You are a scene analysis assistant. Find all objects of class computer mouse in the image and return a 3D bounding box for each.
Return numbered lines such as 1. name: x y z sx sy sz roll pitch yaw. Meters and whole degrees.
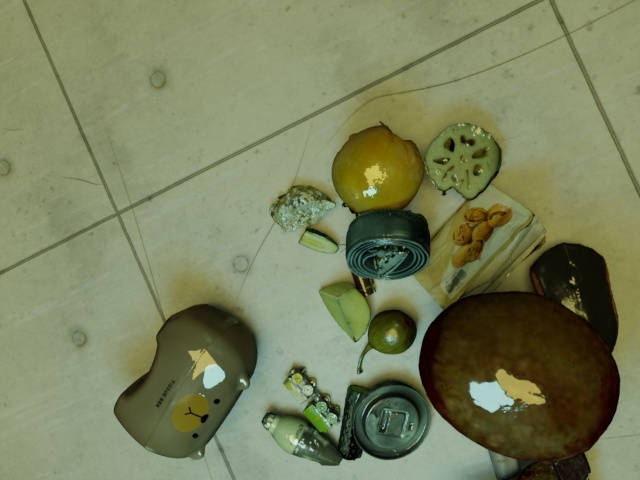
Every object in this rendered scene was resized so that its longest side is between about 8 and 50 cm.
1. computer mouse: 0.631 0.164 1.283 0.183 0.116 0.323 -11 89 7

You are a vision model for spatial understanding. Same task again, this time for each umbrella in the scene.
1. umbrella: 0.457 0.487 1.368 0.073 0.067 0.337 -18 90 -19

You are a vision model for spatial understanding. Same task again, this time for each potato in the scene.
1. potato: 0.074 0.186 1.430 0.081 0.120 0.149 -29 109 -18

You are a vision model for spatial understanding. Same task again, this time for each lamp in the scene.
1. lamp: -0.053 0.559 1.461 0.250 0.101 0.101 27 99 4

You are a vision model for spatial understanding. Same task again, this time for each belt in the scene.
1. belt: 0.164 0.024 1.306 0.207 0.267 0.116 8 62 -4

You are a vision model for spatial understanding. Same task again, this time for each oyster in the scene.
1. oyster: -0.054 -0.094 1.436 0.177 0.064 0.124 -32 92 12

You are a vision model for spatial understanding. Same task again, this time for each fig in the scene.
1. fig: 0.161 0.281 1.409 0.124 0.124 0.236 42 123 6

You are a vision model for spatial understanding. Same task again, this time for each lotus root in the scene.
1. lotus root: 0.352 -0.196 1.325 0.204 0.078 0.183 -42 93 -9

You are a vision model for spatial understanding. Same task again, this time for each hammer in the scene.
1. hammer: 0.477 0.619 1.295 0.409 0.095 0.242 -23 94 -10

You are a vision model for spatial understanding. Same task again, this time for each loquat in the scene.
1. loquat: 0.140 -0.166 1.307 0.244 0.244 0.243 1 94 11

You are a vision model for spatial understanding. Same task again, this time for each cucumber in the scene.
1. cucumber: 0.095 0.514 1.445 0.078 0.062 0.211 11 96 10
2. cucumber: 0.000 0.000 1.439 0.108 0.035 0.067 23 137 -5

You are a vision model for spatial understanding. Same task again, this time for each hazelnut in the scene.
1. hazelnut: 0.426 0.291 1.153 0.421 0.421 0.352 -7 80 12

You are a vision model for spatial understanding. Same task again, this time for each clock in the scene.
1. clock: 0.189 0.484 1.402 0.215 0.042 0.214 -1 98 -8

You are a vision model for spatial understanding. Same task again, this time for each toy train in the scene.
1. toy train: -0.027 0.449 1.468 0.081 0.060 0.202 -44 84 16

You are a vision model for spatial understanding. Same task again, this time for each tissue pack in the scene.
1. tissue pack: -0.345 0.389 1.421 0.277 0.267 0.387 35 99 5

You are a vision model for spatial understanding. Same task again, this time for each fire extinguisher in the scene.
1. fire extinguisher: 0.104 0.077 1.423 0.064 0.043 0.158 -18 91 0

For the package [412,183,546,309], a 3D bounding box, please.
1. package: 0.406 0.040 1.324 0.165 0.221 0.311 36 100 -33
